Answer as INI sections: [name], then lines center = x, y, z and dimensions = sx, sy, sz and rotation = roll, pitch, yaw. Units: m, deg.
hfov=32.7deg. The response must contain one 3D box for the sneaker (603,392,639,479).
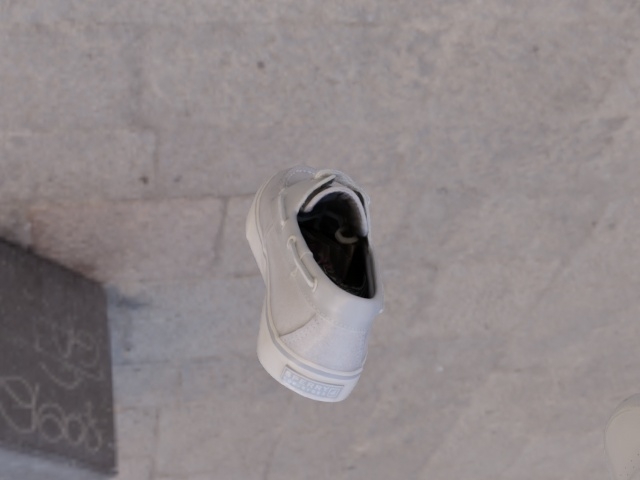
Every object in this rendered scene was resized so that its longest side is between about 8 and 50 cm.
[sneaker]
center = 0.199, 0.168, 0.552
dimensions = 0.095, 0.235, 0.090
rotation = 7, 127, -26

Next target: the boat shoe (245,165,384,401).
[boat shoe]
center = 0.000, 0.000, 0.529
dimensions = 0.066, 0.184, 0.063
rotation = 24, 115, -9
